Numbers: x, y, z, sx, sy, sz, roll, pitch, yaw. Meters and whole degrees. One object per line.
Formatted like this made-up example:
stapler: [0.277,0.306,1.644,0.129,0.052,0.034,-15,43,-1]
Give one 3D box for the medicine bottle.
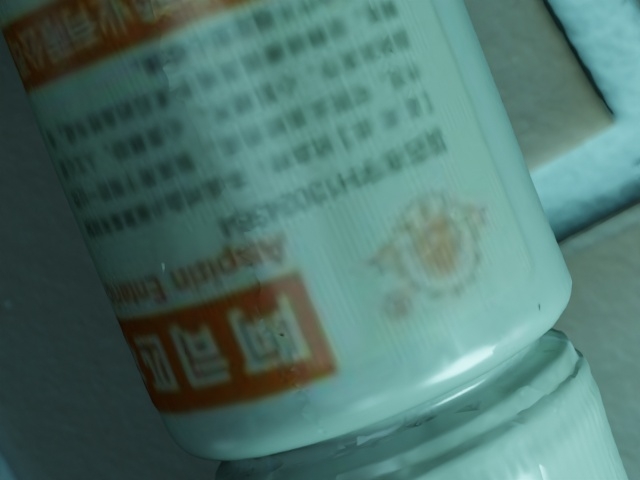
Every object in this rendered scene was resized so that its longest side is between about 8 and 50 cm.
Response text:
medicine bottle: [0.000,0.000,0.834,0.211,0.211,0.371,-19,97,18]
